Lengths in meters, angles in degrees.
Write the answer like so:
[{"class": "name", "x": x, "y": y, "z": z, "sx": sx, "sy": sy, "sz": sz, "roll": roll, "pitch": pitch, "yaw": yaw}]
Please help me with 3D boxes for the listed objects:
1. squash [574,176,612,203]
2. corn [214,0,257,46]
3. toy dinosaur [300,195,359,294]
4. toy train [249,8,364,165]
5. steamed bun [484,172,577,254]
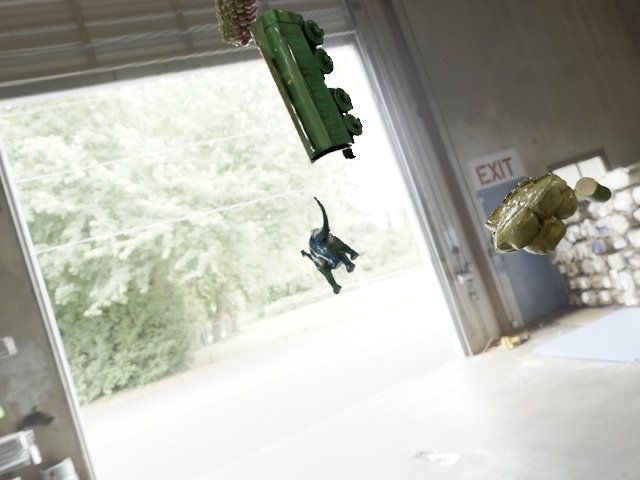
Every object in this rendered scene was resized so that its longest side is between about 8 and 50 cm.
[{"class": "squash", "x": 0.362, "y": -0.064, "z": 0.670, "sx": 0.027, "sy": 0.028, "sz": 0.083, "roll": -22, "pitch": -21, "yaw": 40}, {"class": "corn", "x": -0.201, "y": -0.614, "z": 1.191, "sx": 0.126, "sy": 0.127, "sz": 0.335, "roll": -18, "pitch": -30, "yaw": -21}, {"class": "toy dinosaur", "x": 0.019, "y": 0.025, "z": 1.065, "sx": 0.076, "sy": 0.144, "sz": 0.329, "roll": -39, "pitch": -11, "yaw": -16}, {"class": "toy train", "x": -0.008, "y": -0.139, "z": 0.467, "sx": 0.071, "sy": 0.148, "sz": 0.038, "roll": -24, "pitch": -2, "yaw": -44}, {"class": "steamed bun", "x": 0.432, "y": -0.038, "z": 1.047, "sx": 0.192, "sy": 0.106, "sz": 0.177, "roll": -50, "pitch": 4, "yaw": -12}]
